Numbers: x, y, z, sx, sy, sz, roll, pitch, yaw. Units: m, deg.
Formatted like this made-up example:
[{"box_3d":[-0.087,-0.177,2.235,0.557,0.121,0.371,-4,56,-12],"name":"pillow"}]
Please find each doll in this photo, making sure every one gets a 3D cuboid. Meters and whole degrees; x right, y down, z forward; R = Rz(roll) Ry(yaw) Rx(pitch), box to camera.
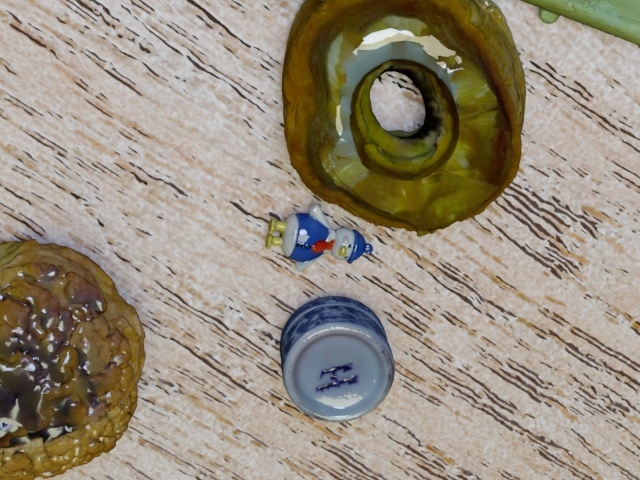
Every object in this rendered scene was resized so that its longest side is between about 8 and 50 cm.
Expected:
[{"box_3d":[0.000,0.000,1.648,0.143,0.058,0.099,10,116,-14],"name":"doll"}]

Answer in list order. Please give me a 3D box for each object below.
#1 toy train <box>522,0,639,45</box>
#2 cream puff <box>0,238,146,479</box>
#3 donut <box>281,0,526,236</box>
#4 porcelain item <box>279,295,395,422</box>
[{"box_3d":[0.316,-0.348,1.514,0.307,0.126,0.189,17,141,-11],"name":"toy train"},{"box_3d":[-0.392,0.157,1.587,0.343,0.231,0.327,21,112,-12],"name":"cream puff"},{"box_3d":[0.094,-0.161,1.531,0.330,0.160,0.330,3,115,6],"name":"donut"},{"box_3d":[0.020,0.153,1.676,0.147,0.114,0.147,-1,110,-3],"name":"porcelain item"}]
